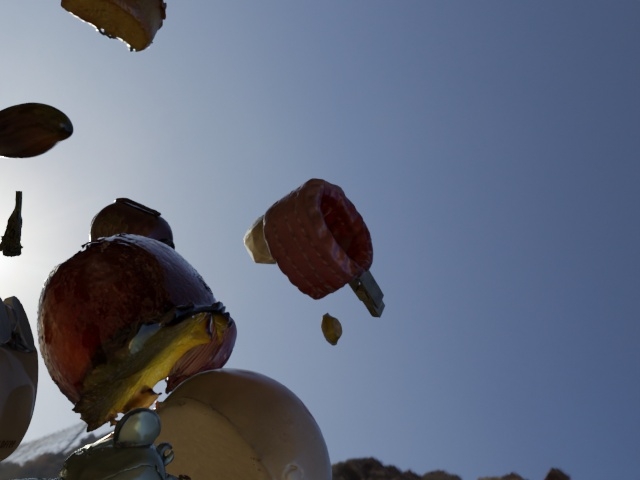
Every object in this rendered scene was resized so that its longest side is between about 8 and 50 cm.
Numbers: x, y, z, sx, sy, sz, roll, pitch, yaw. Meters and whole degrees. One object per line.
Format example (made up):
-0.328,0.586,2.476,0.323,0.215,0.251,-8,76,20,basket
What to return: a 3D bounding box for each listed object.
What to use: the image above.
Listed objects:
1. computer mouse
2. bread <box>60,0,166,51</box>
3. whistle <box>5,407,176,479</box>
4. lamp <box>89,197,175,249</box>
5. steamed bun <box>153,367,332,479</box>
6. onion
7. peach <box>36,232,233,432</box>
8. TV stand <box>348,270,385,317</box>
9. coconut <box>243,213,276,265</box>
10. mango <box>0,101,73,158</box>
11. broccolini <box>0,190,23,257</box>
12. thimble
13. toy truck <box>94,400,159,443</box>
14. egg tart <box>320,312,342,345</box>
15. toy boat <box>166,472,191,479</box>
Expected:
-0.450,0.185,0.883,0.081,0.145,0.237,-8,-110,6,computer mouse
-0.529,-0.632,1.684,0.260,0.161,0.147,30,-31,-26,bread
-0.223,0.225,0.510,0.077,0.235,0.114,19,-56,47,whistle
-0.498,-0.012,1.710,0.257,0.180,0.180,19,-58,23,lamp
-0.134,0.411,1.211,0.374,0.241,0.375,12,-69,36,steamed bun
-0.355,0.337,1.856,0.226,0.284,0.120,-2,-44,36,onion
-0.374,0.169,1.234,0.353,0.339,0.416,41,-5,-24,peach
0.092,0.096,1.337,0.042,0.036,0.249,10,-27,28,TV stand
-0.162,0.000,2.029,0.161,0.161,0.162,58,-35,6,coconut
-0.679,-0.253,1.490,0.267,0.111,0.133,-7,-43,23,mango
-0.910,-0.046,1.931,0.091,0.068,0.203,12,-97,43,broccolini
-0.001,-0.006,1.122,0.125,0.163,0.190,-28,-86,31,thimble
-0.533,0.571,1.791,0.114,0.270,0.135,-34,-87,28,toy truck
0.039,0.275,2.000,0.039,0.105,0.105,-16,-83,27,egg tart
-0.225,0.404,0.717,0.135,0.445,0.162,21,-85,-3,toy boat
